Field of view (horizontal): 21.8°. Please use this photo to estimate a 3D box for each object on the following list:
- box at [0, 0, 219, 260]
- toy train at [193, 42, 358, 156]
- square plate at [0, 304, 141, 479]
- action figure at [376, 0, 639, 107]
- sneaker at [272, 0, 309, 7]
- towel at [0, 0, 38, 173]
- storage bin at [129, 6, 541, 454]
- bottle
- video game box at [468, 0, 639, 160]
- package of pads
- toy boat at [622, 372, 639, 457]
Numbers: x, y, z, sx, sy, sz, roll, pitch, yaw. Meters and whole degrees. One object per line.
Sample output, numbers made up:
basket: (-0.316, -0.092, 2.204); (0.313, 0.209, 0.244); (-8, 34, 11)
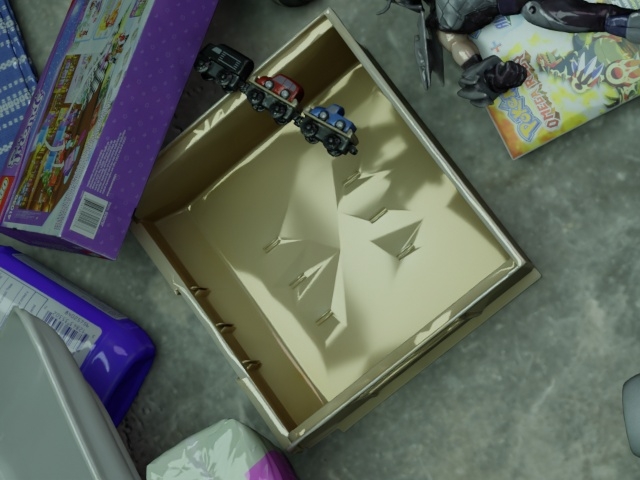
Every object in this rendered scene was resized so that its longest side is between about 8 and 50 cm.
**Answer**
box: (-0.177, -0.133, 1.392); (0.201, 0.057, 0.293); (8, 75, 60)
toy train: (-0.032, -0.114, 1.319); (0.158, 0.027, 0.036); (32, 84, 18)
square plate: (-0.191, 0.257, 1.352); (0.049, 0.344, 0.347); (-21, 75, -29)
action figure: (0.169, -0.198, 1.282); (0.285, 0.099, 0.185); (3, 109, 17)
sneaker: (0.029, -0.291, 1.390); (0.118, 0.083, 0.222); (26, 105, 31)
towel: (-0.382, -0.161, 1.560); (0.243, 0.040, 0.336); (-25, 77, 16)
storage bin: (0.000, 0.000, 1.375); (0.260, 0.123, 0.262); (-39, 76, 10)
bottle: (-0.287, 0.066, 1.463); (0.283, 0.092, 0.118); (30, 98, 12)
video game box: (0.193, -0.197, 1.349); (0.187, 0.048, 0.205); (-28, 90, 17)
package of pads: (-0.019, 0.295, 1.300); (0.101, 0.229, 0.296); (-29, 76, -2)
toy boat: (0.350, 0.215, 1.233); (0.318, 0.148, 0.267); (41, 98, 16)
